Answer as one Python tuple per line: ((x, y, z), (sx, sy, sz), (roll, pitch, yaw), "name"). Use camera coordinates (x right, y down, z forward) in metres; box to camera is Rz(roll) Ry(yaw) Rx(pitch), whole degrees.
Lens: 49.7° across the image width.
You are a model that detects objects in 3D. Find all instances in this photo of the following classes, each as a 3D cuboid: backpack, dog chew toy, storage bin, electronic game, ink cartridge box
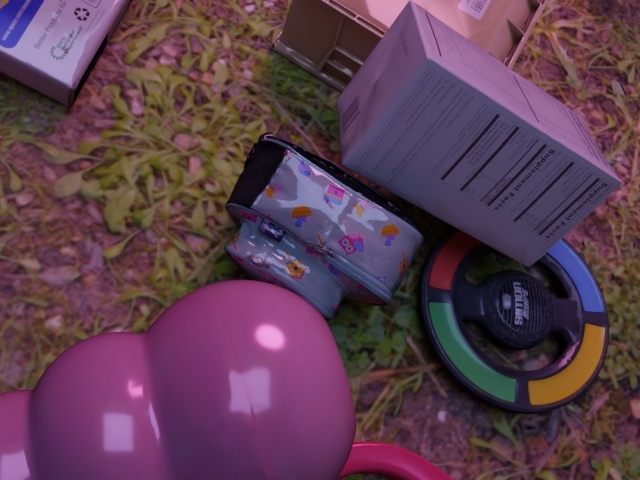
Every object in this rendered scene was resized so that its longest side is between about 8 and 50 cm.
((0.000, 0.000, 0.685), (0.188, 0.166, 0.144), (23, 80, -2), "backpack")
((-0.143, 0.158, 0.573), (0.331, 0.207, 0.207), (-16, 74, -10), "dog chew toy")
((0.123, -0.290, 0.854), (0.260, 0.123, 0.262), (32, 64, -1), "storage bin")
((0.218, 0.077, 0.773), (0.229, 0.048, 0.229), (5, 68, -12), "electronic game")
((-0.391, -0.306, 0.718), (0.370, 0.069, 0.176), (28, 70, -16), "ink cartridge box")

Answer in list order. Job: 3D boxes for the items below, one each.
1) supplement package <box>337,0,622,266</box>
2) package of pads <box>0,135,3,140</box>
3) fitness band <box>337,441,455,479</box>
((0.155, -0.103, 0.705), (0.244, 0.134, 0.139), (27, 34, -20), "supplement package")
((-0.364, -0.115, 0.685), (0.050, 0.032, 0.083), (-57, 133, -27), "package of pads")
((0.082, 0.321, 0.642), (0.290, 0.054, 0.209), (38, 62, 1), "fitness band")
